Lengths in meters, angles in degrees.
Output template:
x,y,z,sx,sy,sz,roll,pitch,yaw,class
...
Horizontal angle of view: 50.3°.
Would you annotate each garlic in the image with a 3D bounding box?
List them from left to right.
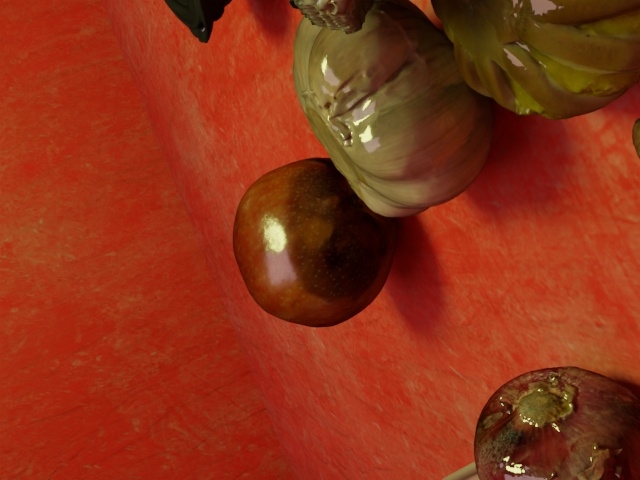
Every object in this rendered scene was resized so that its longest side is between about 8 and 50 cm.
x,y,z,sx,sy,sz,roll,pitch,yaw,class
0.067,-0.129,0.630,0.228,0.152,0.228,60,178,3,garlic

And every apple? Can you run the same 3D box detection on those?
x,y,z,sx,sy,sz,roll,pitch,yaw,class
0.000,0.000,0.906,0.230,0.230,0.230,55,159,34,apple

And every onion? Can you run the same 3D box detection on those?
x,y,z,sx,sy,sz,roll,pitch,yaw,class
0.224,0.209,0.606,0.159,0.159,0.195,36,156,59,onion

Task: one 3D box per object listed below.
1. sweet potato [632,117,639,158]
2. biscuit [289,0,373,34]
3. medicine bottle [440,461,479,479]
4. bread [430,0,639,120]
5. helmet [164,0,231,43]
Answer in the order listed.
x,y,z,sx,sy,sz,roll,pitch,yaw,class
0.262,0.032,0.427,0.078,0.058,0.255,40,-150,-84,sweet potato
0.042,-0.238,0.483,0.046,0.250,0.147,23,144,3,biscuit
0.232,0.390,0.747,0.291,0.178,0.178,61,161,16,medicine bottle
0.139,-0.182,0.450,0.213,0.104,0.213,51,153,38,bread
-0.175,-0.437,0.955,0.279,0.160,0.230,60,165,-20,helmet
